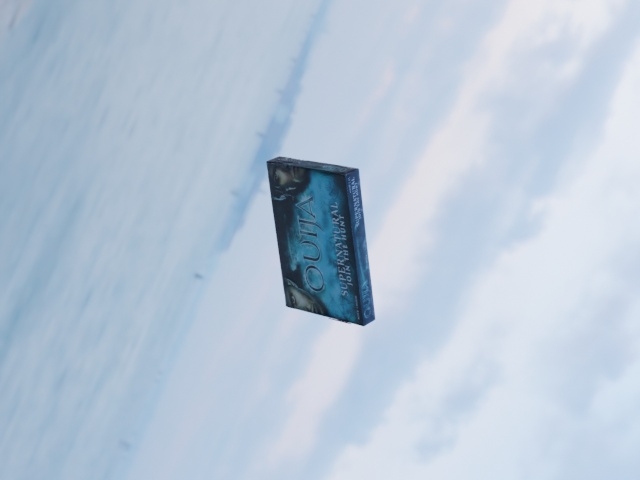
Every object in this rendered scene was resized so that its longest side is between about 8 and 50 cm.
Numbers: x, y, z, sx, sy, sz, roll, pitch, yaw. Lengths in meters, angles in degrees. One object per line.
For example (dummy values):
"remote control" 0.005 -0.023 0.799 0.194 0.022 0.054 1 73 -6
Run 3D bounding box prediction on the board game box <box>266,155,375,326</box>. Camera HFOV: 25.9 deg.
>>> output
"board game box" 0.000 0.000 1.610 0.026 0.126 0.186 -27 117 -42
